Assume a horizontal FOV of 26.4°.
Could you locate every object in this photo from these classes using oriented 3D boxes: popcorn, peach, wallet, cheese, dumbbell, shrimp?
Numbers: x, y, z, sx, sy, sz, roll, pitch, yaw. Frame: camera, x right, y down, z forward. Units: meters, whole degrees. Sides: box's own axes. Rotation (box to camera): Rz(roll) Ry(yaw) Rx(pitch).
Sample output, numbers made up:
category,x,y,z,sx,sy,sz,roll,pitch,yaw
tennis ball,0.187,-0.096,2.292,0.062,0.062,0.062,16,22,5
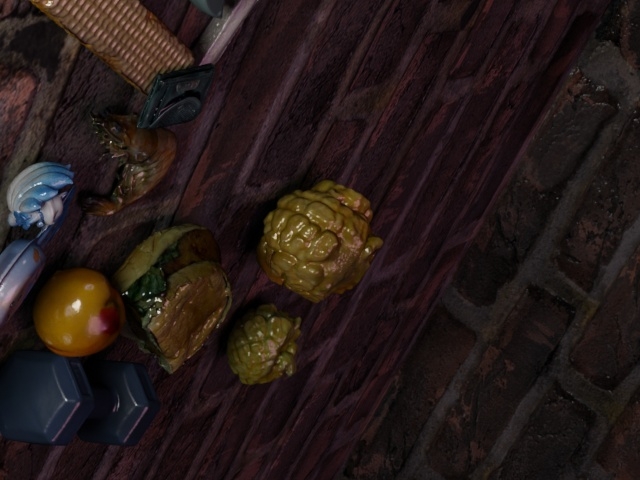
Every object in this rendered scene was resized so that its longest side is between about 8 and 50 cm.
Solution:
category,x,y,z,sx,sy,sz,roll,pitch,yaw
popcorn,-0.111,0.200,2.713,0.173,0.142,0.173,-21,120,-43
peach,-0.357,0.108,2.008,0.138,0.138,0.138,-44,159,-22
wallet,-0.192,-0.192,1.847,0.129,0.026,0.088,-24,146,-56
cheese,-0.399,0.034,1.824,0.245,0.052,0.135,-59,-176,-35
dumbbell,-0.384,0.253,2.164,0.325,0.160,0.144,23,73,-71
popcorn,0.000,0.000,2.543,0.250,0.190,0.250,-34,158,-15
shrimp,-0.289,-0.105,1.910,0.169,0.058,0.296,-51,164,3

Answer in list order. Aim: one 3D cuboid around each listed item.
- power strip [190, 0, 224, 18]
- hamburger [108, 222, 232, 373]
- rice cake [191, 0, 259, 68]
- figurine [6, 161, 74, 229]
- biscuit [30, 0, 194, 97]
category,x,y,z,sx,sy,sz,roll,pitch,yaw
power strip,-0.114,-0.401,1.793,0.253,0.054,0.167,-50,158,-7
hamburger,-0.234,0.080,2.217,0.211,0.132,0.309,-47,160,-16
rice cake,-0.152,-0.283,1.935,0.207,0.036,0.047,-56,148,10
figurine,-0.360,-0.063,1.778,0.114,0.079,0.114,-42,-178,2
biscuit,-0.258,-0.270,1.689,0.094,0.054,0.378,-52,160,0
